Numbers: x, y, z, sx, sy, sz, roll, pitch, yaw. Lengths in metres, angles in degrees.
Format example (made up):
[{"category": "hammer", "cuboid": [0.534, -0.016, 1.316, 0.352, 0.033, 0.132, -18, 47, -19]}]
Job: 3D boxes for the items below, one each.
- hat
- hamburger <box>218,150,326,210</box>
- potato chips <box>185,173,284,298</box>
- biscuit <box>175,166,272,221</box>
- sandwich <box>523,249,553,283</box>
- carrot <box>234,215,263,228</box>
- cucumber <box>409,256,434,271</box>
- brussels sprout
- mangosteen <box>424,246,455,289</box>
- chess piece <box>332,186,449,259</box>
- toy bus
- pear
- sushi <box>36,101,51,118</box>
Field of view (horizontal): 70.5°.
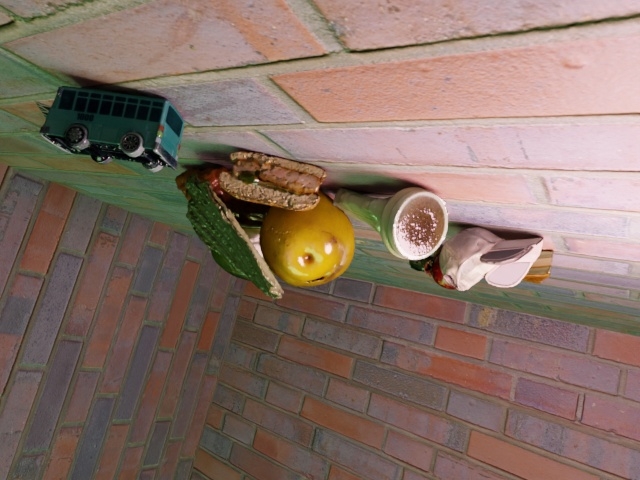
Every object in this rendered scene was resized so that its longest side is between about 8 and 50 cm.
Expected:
[{"category": "hat", "cuboid": [0.461, 0.036, 1.228, 0.274, 0.161, 0.232, -14, 159, 19]}, {"category": "hamburger", "cuboid": [-0.120, -0.139, 1.143, 0.261, 0.124, 0.131, 15, 172, 6]}, {"category": "potato chips", "cuboid": [-0.257, 0.005, 1.295, 0.429, 0.070, 0.358, 51, 159, 1]}, {"category": "biscuit", "cuboid": [-0.298, -0.141, 1.477, 0.318, 0.111, 0.312, 22, 169, -41]}, {"category": "sandwich", "cuboid": [0.664, 0.081, 1.344, 0.113, 0.080, 0.163, 15, 170, -15]}, {"category": "carrot", "cuboid": [-0.229, -0.054, 1.458, 0.164, 0.036, 0.036, 10, 170, 9]}, {"category": "cucumber", "cuboid": [0.467, 0.100, 1.835, 0.227, 0.069, 0.069, 4, 166, 35]}, {"category": "brussels sprout", "cuboid": [-0.265, 0.018, 1.798, 0.289, 0.282, 0.354, 3, 178, 23]}, {"category": "mangosteen", "cuboid": [0.450, 0.079, 1.583, 0.155, 0.182, 0.146, 1, 131, -13]}, {"category": "chess piece", "cuboid": [0.164, -0.062, 1.149, 0.175, 0.176, 0.298, 21, -178, -31]}, {"category": "toy bus", "cuboid": [-0.437, -0.241, 0.970, 0.255, 0.147, 0.128, 10, 169, 4]}, {"category": "pear", "cuboid": [-0.036, -0.023, 1.307, 0.284, 0.337, 0.285, 2, 135, 2]}, {"category": "sushi", "cuboid": [-0.693, -0.304, 1.323, 0.231, 0.047, 0.219, 18, 171, -20]}]
